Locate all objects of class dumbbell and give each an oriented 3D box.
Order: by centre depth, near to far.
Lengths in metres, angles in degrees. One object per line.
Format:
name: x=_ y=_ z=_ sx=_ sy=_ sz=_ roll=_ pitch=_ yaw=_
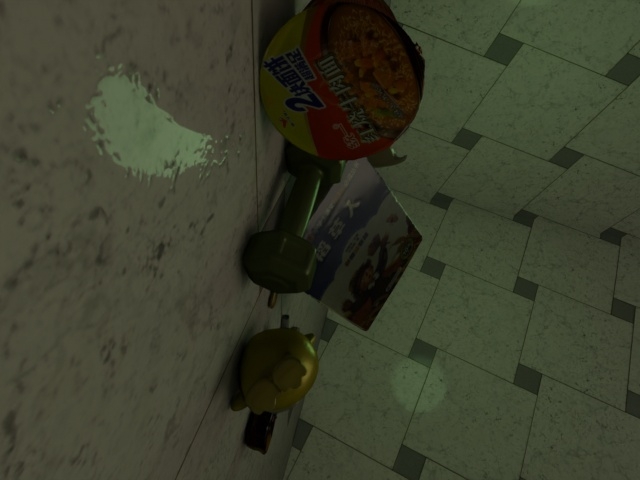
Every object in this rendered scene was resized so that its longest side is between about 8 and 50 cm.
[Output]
dumbbell: x=-0.035 y=-0.058 z=0.719 sx=0.108 sy=0.122 sz=0.301 roll=-36 pitch=-147 yaw=55

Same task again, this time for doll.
doll: x=-0.090 y=0.246 z=0.819 sx=0.200 sy=0.145 sz=0.363 roll=-36 pitch=175 yaw=-8

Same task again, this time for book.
book: x=0.086 y=0.022 z=0.966 sx=0.299 sy=0.039 sz=0.428 roll=-57 pitch=140 yaw=-6

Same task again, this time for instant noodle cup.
instant noodle cup: x=0.034 y=-0.248 z=0.597 sx=0.213 sy=0.214 sz=0.174 roll=96 pitch=2 yaw=-46

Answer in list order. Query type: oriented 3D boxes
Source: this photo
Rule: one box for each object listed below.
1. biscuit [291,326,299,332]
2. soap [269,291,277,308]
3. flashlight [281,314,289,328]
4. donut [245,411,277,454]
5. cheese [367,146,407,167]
biscuit: x=-0.104 y=0.380 z=1.274 sx=0.248 sy=0.035 sz=0.184 roll=-66 pitch=167 yaw=-56
soap: x=-0.096 y=0.104 z=0.911 sx=0.034 sy=0.012 sz=0.089 roll=47 pitch=56 yaw=-81
flashlight: x=-0.095 y=0.231 z=1.137 sx=0.018 sy=0.018 sz=0.083 roll=-73 pitch=172 yaw=-45
donut: x=-0.135 y=0.432 z=1.009 sx=0.140 sy=0.059 sz=0.140 roll=12 pitch=90 yaw=-83
cheese: x=0.132 y=-0.307 z=1.158 sx=0.266 sy=0.234 sz=0.127 roll=95 pitch=0 yaw=-64
